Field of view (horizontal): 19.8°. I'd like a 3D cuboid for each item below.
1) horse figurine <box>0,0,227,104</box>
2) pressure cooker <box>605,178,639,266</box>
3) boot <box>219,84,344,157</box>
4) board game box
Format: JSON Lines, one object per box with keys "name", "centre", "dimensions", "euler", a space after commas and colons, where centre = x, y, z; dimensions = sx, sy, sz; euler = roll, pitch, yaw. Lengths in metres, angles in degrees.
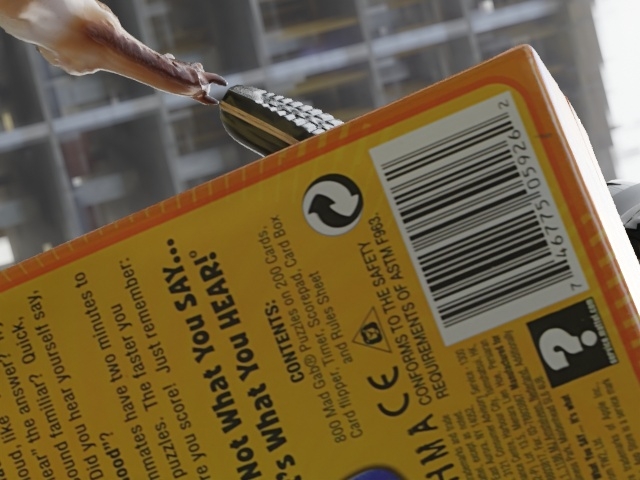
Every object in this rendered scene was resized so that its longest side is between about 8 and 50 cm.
{"name": "horse figurine", "centre": [-0.192, -0.167, 1.147], "dimensions": [0.174, 0.066, 0.263], "euler": [31, -9, 38]}
{"name": "pressure cooker", "centre": [0.303, 0.147, 1.478], "dimensions": [0.420, 0.375, 0.370], "euler": [22, -28, 39]}
{"name": "boot", "centre": [0.000, 0.000, 1.172], "dimensions": [0.137, 0.198, 0.077], "euler": [-60, 174, 17]}
{"name": "board game box", "centre": [0.026, 0.154, 0.940], "dimensions": [0.356, 0.356, 0.356], "euler": [13, 55, -78]}
